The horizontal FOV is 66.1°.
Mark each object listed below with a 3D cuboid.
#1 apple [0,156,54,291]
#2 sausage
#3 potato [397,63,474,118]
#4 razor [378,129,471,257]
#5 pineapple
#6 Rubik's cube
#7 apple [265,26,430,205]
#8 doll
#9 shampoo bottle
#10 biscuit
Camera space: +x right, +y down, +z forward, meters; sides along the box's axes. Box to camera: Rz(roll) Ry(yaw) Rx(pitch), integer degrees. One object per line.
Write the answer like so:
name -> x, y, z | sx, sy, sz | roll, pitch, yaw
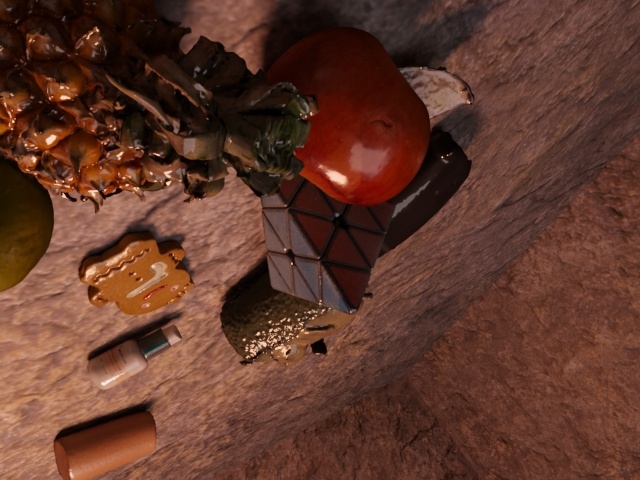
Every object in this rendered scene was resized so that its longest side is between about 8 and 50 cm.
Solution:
apple -> -0.379, -0.030, 0.508 | 0.157, 0.196, 0.196 | -59, 155, -10
sausage -> -0.546, 0.533, 1.288 | 0.253, 0.123, 0.123 | -8, 142, -45
potato -> 0.127, -0.253, 0.887 | 0.261, 0.100, 0.120 | -23, 117, 3
razor -> 0.206, -0.097, 1.174 | 0.349, 0.113, 0.204 | -41, 151, 9
pineapple -> -0.134, -0.126, 0.467 | 0.262, 0.272, 0.262 | -40, 139, -45
Rubik's cube -> 0.000, -0.002, 0.922 | 0.228, 0.229, 0.233 | 25, 77, -75
apple -> 0.039, -0.171, 0.705 | 0.206, 0.251, 0.272 | -48, 139, 10
doll -> -0.055, 0.158, 1.141 | 0.350, 0.247, 0.247 | -28, 154, 3
shampoo bottle -> -0.392, 0.243, 1.051 | 0.192, 0.074, 0.074 | -28, 152, -15
biscuit -> -0.325, 0.074, 0.903 | 0.184, 0.035, 0.249 | -31, 154, -10
